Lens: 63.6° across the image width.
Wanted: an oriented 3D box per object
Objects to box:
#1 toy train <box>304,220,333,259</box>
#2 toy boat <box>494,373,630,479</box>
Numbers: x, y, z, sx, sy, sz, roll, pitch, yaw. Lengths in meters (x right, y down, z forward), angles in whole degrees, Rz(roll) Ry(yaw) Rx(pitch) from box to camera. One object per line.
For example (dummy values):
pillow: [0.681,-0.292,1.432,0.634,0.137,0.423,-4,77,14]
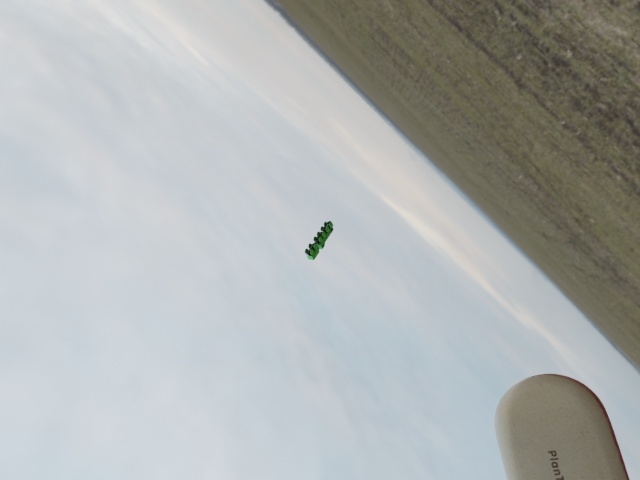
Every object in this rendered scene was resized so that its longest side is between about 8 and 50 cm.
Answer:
toy train: [0.000,0.000,0.878,0.017,0.083,0.024,6,137,37]
toy boat: [0.343,0.307,0.728,0.151,0.150,0.231,23,-127,-57]
